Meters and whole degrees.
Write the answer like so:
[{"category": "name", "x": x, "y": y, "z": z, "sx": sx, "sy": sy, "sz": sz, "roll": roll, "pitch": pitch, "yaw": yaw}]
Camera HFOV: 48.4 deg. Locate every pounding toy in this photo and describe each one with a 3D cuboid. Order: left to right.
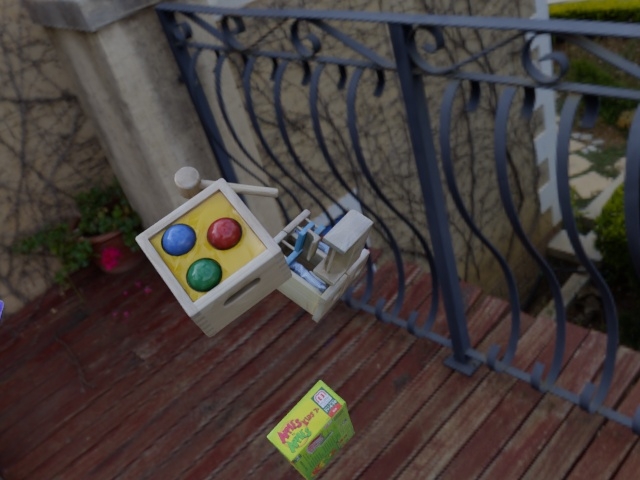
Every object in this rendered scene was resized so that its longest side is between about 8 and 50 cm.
[{"category": "pounding toy", "x": -0.128, "y": -0.025, "z": 0.866, "sx": 0.181, "sy": 0.094, "sz": 0.206, "roll": -36, "pitch": 66, "yaw": -9}]

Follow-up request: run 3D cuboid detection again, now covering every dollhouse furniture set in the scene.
[{"category": "dollhouse furniture set", "x": 0.000, "y": 0.000, "z": 1.070, "sx": 0.129, "sy": 0.183, "sz": 0.129, "roll": 35, "pitch": 52, "yaw": 13}]

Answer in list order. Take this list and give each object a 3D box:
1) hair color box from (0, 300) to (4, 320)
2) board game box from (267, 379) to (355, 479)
[{"category": "hair color box", "x": -0.288, "y": 0.161, "z": 0.338, "sx": 0.185, "sy": 0.338, "sz": 0.110, "roll": 16, "pitch": 32, "yaw": -24}, {"category": "board game box", "x": -0.007, "y": 0.247, "z": 0.907, "sx": 0.043, "sy": 0.181, "sz": 0.092, "roll": 40, "pitch": 74, "yaw": 22}]
